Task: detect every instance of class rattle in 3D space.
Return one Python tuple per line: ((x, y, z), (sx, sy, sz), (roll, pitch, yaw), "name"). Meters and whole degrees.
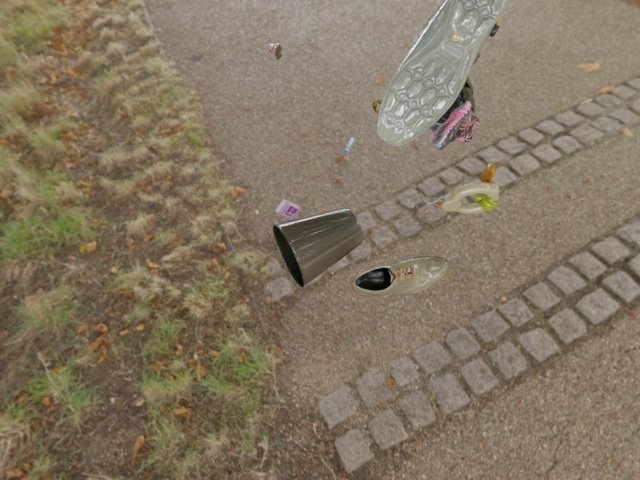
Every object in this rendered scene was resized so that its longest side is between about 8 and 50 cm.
((0.373, -0.145, 1.182), (0.200, 0.130, 0.143), (-6, 78, 17), "rattle")

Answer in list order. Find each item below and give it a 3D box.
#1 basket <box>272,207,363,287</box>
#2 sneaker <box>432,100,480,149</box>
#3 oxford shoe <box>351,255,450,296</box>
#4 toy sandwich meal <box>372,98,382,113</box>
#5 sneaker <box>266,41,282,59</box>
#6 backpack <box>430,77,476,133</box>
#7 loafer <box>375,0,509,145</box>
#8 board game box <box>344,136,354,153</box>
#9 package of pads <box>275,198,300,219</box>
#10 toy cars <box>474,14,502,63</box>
((0.000, 0.000, 1.308), (0.227, 0.204, 0.154), (-26, 5, -19), "basket")
((0.236, -0.186, 0.741), (0.119, 0.057, 0.047), (-48, 15, -27), "sneaker")
((0.276, 0.128, 1.479), (0.348, 0.130, 0.123), (-15, 81, 4), "oxford shoe")
((0.292, -0.658, 2.135), (0.085, 0.029, 0.085), (4, 76, -14), "toy sandwich meal")
((-0.197, -0.819, 1.847), (0.042, 0.067, 0.118), (-38, 1, -4), "sneaker")
((0.540, -0.588, 1.838), (0.273, 0.290, 0.355), (-14, -5, 40), "backpack")
((0.201, -0.303, 0.725), (0.112, 0.319, 0.111), (34, 18, -4), "loafer")
((0.155, -0.498, 2.304), (0.020, 0.090, 0.090), (29, 7, 6), "board game box")
((-0.109, -0.105, 1.456), (0.050, 0.083, 0.032), (-47, 59, 14), "package of pads")
((0.449, -0.718, 1.327), (0.176, 0.393, 0.087), (-6, 5, 11), "toy cars")
